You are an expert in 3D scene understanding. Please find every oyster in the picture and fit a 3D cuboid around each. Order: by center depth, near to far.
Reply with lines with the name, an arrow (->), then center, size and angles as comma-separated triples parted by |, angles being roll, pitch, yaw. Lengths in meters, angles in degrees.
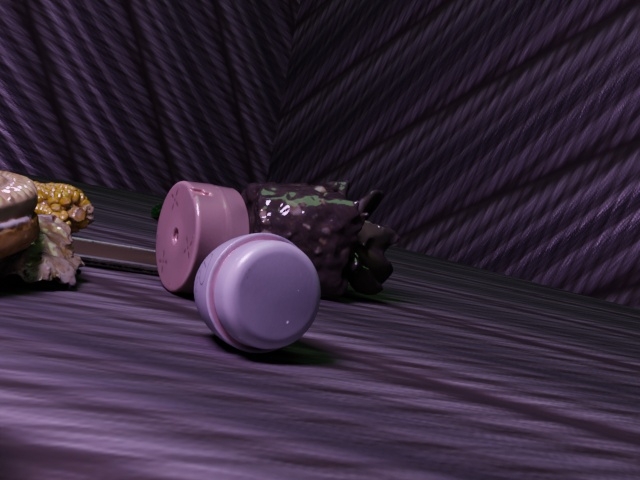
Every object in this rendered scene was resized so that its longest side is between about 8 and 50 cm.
oyster -> -0.349, 0.008, 0.875 | 0.133, 0.072, 0.209 | 8, 6, -5

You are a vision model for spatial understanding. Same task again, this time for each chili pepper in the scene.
chili pepper -> -0.439, -0.078, 2.048 | 0.088, 0.059, 0.227 | 14, -2, -26

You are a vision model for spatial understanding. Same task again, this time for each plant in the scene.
plant -> 0.000, 0.000, 1.181 | 0.276, 0.199, 0.188 | 5, 12, -28

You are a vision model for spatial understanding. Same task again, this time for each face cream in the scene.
face cream -> -0.065, 0.051, 0.707 | 0.117, 0.117, 0.104 | 9, -4, -32

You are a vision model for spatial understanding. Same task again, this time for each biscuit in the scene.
biscuit -> -0.429, -0.027, 0.762 | 0.259, 0.079, 0.259 | 1, 14, 0

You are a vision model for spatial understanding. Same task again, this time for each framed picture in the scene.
framed picture -> -0.363, 0.016, 1.102 | 0.274, 0.017, 0.217 | 10, 4, -19

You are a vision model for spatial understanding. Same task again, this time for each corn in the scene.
corn -> -0.530, -0.068, 1.260 | 0.292, 0.101, 0.101 | 14, 5, 27

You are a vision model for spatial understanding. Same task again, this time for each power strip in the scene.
power strip -> -0.160, 0.000, 0.953 | 0.078, 0.154, 0.154 | 5, 6, -33
